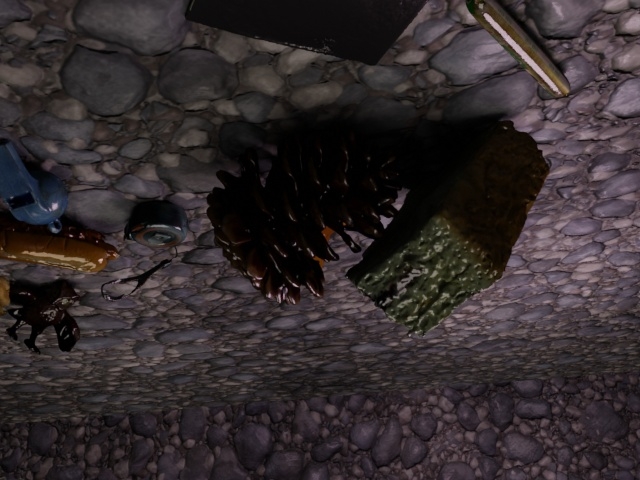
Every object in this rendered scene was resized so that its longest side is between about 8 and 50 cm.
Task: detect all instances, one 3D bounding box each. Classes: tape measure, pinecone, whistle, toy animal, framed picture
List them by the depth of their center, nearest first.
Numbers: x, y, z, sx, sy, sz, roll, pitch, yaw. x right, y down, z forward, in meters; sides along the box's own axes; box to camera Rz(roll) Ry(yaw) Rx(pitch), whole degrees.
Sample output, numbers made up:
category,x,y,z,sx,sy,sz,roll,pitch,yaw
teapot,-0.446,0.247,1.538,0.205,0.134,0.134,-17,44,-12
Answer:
category,x,y,z,sx,sy,sz,roll,pitch,yaw
framed picture,0.025,-0.294,0.662,0.244,0.013,0.324,6,155,-24
pinecone,-0.014,-0.042,0.956,0.292,0.246,0.246,-26,149,16
whistle,-0.426,-0.079,0.982,0.091,0.090,0.157,-14,114,17
tape measure,-0.286,0.024,1.116,0.104,0.179,0.107,25,145,-21
toy animal,-0.587,0.140,1.410,0.179,0.116,0.218,-40,116,8

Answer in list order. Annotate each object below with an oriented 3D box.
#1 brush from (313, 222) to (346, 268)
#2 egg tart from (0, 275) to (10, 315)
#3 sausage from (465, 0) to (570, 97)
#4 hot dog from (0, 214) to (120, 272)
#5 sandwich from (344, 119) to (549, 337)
category,x,y,z,sx,sy,sz,roll,pitch,yaw
brush,0.000,0.000,1.297,0.090,0.017,0.314,1,155,-7
egg tart,-0.579,0.024,0.982,0.279,0.095,0.278,33,158,15
sausage,0.251,-0.238,0.824,0.033,0.032,0.269,-25,149,34
hot dog,-0.465,0.001,1.129,0.249,0.076,0.102,12,-171,-23
sandwich,0.174,-0.003,0.988,0.131,0.325,0.262,42,143,-6
